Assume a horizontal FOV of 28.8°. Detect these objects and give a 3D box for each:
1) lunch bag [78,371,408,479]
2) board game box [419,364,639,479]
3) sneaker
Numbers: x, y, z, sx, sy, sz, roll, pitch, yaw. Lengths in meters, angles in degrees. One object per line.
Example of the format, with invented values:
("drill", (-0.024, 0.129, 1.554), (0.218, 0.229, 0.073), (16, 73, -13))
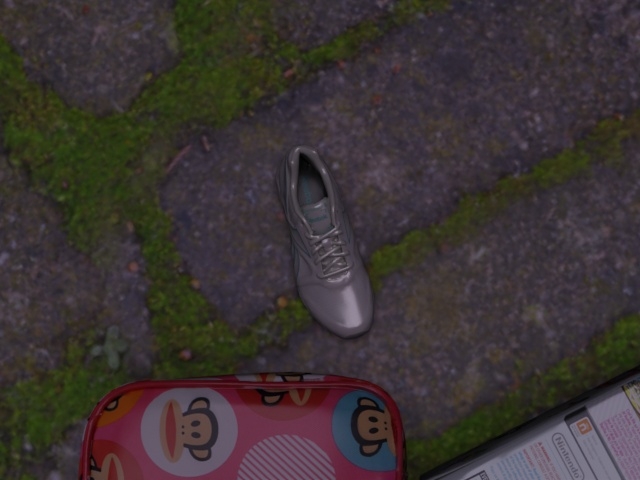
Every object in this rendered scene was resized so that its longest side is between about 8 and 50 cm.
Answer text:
("lunch bag", (-0.066, 0.237, 0.843), (0.258, 0.120, 0.293), (0, 80, 2))
("board game box", (0.253, 0.197, 0.858), (0.303, 0.097, 0.224), (-26, 81, -2))
("sneaker", (0.000, 0.000, 0.918), (0.054, 0.061, 0.152), (-19, 81, -4))
